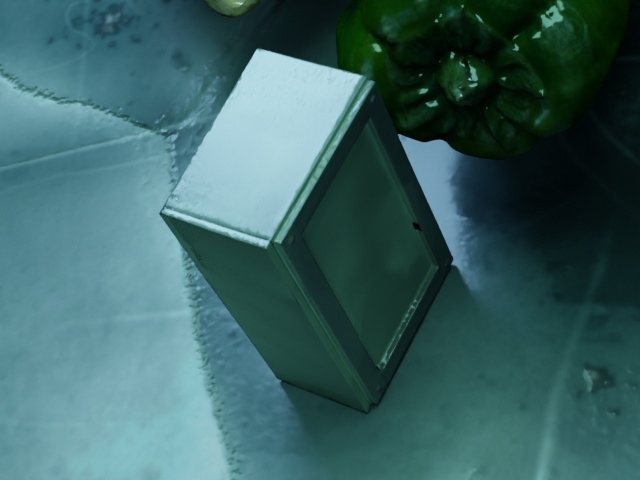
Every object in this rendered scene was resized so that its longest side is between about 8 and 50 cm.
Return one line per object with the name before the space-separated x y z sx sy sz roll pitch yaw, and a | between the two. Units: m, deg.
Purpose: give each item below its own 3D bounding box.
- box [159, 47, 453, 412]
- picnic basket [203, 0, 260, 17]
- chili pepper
box | 0.000 0.000 1.069 0.086 0.225 0.129 18 67 28
picnic basket | -0.025 -0.354 1.238 0.313 0.228 0.175 -43 9 16
chili pepper | 0.119 -0.212 1.124 0.213 0.167 0.385 -35 20 37
